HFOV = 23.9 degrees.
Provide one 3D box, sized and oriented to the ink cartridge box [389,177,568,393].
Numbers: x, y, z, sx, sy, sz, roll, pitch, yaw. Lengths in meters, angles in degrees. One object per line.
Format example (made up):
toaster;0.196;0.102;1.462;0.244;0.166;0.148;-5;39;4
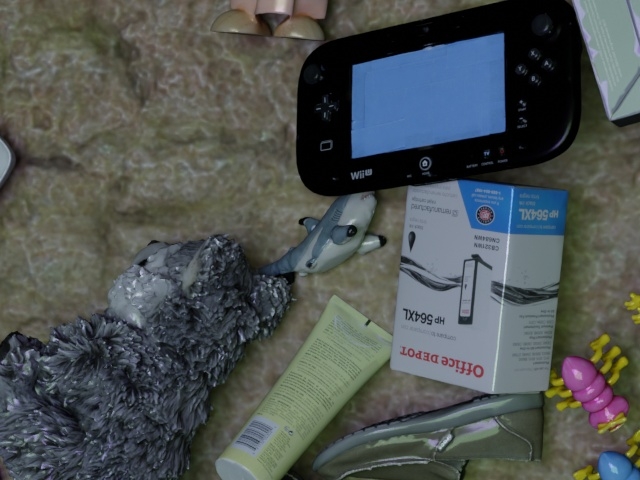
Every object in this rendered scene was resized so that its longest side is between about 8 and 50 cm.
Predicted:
ink cartridge box;0.155;0.042;1.499;0.148;0.086;0.203;9;95;48

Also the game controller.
game controller;0.110;-0.137;1.483;0.319;0.067;0.166;-8;66;35

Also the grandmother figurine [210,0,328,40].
grandmother figurine;-0.024;-0.379;1.547;0.208;0.104;0.342;5;97;4

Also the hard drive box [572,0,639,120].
hard drive box;0.289;-0.205;1.411;0.089;0.232;0.181;-16;90;13

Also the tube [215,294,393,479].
tube;-0.013;0.160;1.536;0.062;0.240;0.070;-2;129;46

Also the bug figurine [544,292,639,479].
bug figurine;0.347;0.152;1.479;0.279;0.072;0.216;-40;103;13

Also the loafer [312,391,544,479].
loafer;0.113;0.218;1.544;0.251;0.094;0.087;-16;85;13

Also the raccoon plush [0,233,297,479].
raccoon plush;-0.137;0.207;1.528;0.299;0.216;0.446;-26;75;11

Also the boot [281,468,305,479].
boot;0.081;0.371;1.476;0.284;0.138;0.377;-24;91;46

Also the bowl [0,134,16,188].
bowl;-0.413;-0.085;1.676;0.142;0.053;0.142;40;101;8

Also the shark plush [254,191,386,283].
shark plush;0.000;0.000;1.598;0.161;0.073;0.067;-38;63;33
